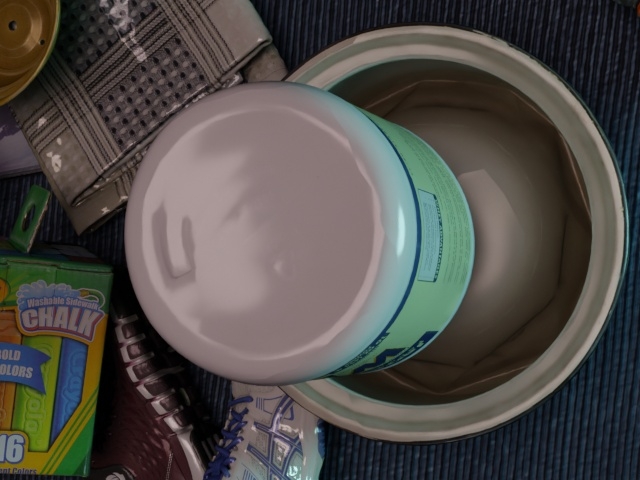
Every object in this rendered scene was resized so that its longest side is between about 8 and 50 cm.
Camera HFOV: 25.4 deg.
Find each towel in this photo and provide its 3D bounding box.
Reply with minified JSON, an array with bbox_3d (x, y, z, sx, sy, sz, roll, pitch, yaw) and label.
[{"bbox_3d":[-0.225,-0.214,1.567,0.312,0.056,0.324,-35,79,13],"label":"towel"}]

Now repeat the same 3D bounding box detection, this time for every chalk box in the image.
[{"bbox_3d":[-0.330,0.085,1.496,0.179,0.180,0.289,5,95,-23],"label":"chalk box"}]

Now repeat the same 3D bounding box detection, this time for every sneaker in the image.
[{"bbox_3d":[-0.068,0.232,1.455,0.112,0.131,0.296,-40,57,58],"label":"sneaker"},{"bbox_3d":[-0.221,0.179,1.548,0.162,0.106,0.281,-29,80,18],"label":"sneaker"}]

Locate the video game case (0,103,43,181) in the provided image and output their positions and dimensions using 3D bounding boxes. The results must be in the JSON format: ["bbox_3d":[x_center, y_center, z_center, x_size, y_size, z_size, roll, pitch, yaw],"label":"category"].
[{"bbox_3d":[-0.368,-0.168,1.652,0.274,0.026,0.196,-9,85,18],"label":"video game case"}]

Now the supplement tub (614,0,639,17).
[{"bbox_3d":[0.303,-0.312,1.393,0.117,0.117,0.190,-36,78,13],"label":"supplement tub"}]

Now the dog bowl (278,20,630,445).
[{"bbox_3d":[0.110,-0.005,1.424,0.408,0.150,0.408,-1,88,18],"label":"dog bowl"}]

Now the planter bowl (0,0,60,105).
[{"bbox_3d":[-0.357,-0.241,1.549,0.217,0.090,0.217,-1,88,20],"label":"planter bowl"}]

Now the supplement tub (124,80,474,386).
[{"bbox_3d":[0.000,0.000,1.211,0.235,0.325,0.235,-1,87,18],"label":"supplement tub"}]
